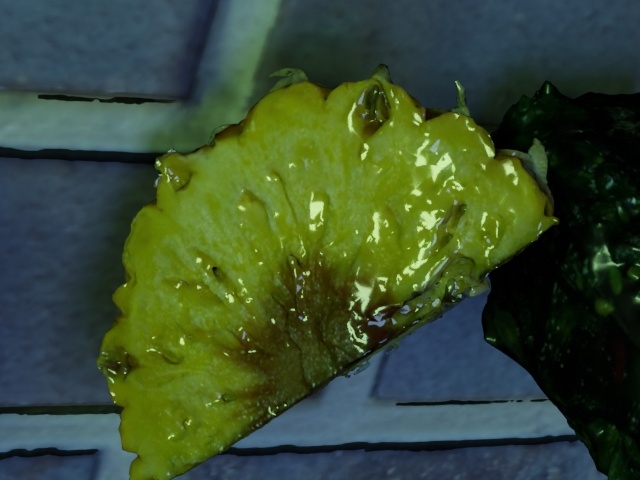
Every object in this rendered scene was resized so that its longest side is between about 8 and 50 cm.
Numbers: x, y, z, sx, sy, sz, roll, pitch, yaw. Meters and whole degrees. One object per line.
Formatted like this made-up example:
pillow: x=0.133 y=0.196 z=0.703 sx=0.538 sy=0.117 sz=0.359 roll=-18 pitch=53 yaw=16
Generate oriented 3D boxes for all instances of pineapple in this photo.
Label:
pineapple: x=0.004 y=-0.003 z=0.902 sx=0.250 sy=0.140 sz=0.164 roll=-37 pitch=171 yaw=29

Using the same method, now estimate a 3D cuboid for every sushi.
sushi: x=0.157 y=0.020 z=0.911 sx=0.127 sy=0.225 sz=0.124 roll=-1 pitch=135 yaw=-29
